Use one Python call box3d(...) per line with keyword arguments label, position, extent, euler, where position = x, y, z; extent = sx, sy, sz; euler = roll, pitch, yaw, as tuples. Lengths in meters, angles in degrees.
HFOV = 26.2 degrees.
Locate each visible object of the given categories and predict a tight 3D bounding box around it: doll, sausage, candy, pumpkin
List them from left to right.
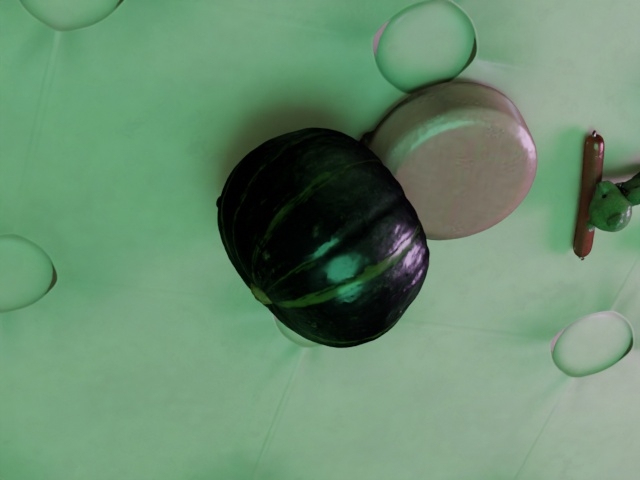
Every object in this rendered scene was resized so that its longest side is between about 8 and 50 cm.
box3d(label="pumpkin", position=(0.000, 0.000, 1.913), extent=(0.241, 0.323, 0.323), euler=(-37, 133, -18))
box3d(label="candy", position=(0.185, -0.114, 2.003), extent=(0.255, 0.094, 0.255), euler=(-6, 130, -8))
box3d(label="sausage", position=(0.417, -0.065, 2.135), extent=(0.034, 0.034, 0.253), euler=(-7, 129, -7))
box3d(label="doll", position=(0.466, -0.074, 2.100), extent=(0.150, 0.115, 0.077), euler=(-39, 94, -15))
